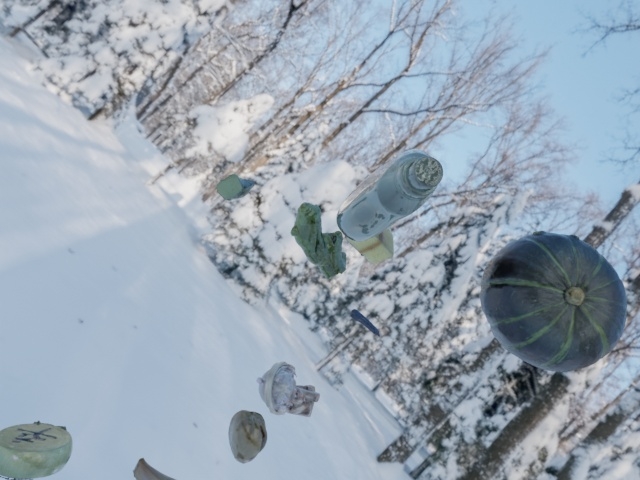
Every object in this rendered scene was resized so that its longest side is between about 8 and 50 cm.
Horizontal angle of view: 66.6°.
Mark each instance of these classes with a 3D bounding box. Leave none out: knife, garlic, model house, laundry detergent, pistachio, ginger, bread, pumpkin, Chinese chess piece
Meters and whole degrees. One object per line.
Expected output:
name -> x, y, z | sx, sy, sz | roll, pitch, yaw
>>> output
knife -> 0.137, 0.248, 1.463 | 0.121, 0.018, 0.031 | 40, 30, -6
garlic -> -0.588, 0.939, 1.825 | 0.318, 0.143, 0.112 | 25, 24, 22
model house -> -0.239, -0.151, 1.383 | 0.066, 0.079, 0.083 | 59, 22, 4
laundry detergent -> 0.182, -0.127, 1.149 | 0.125, 0.264, 0.398 | 45, -13, -3
pistachio -> -0.204, 0.545, 1.354 | 0.113, 0.149, 0.113 | 15, 9, -2
ginger -> 0.001, 0.003, 1.515 | 0.290, 0.137, 0.089 | 47, 0, -36
bread -> 0.232, -0.031, 2.260 | 0.240, 0.135, 0.178 | 41, 39, -33
pumpkin -> 0.533, 0.138, 1.133 | 0.323, 0.323, 0.241 | 46, -15, 1
Chinese chess piece -> -0.734, 0.531, 1.240 | 0.189, 0.083, 0.188 | 12, -3, 1

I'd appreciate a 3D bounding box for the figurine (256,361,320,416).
figurine -> -0.111, 0.480, 1.553 | 0.141, 0.162, 0.236 | -5, -38, 30
